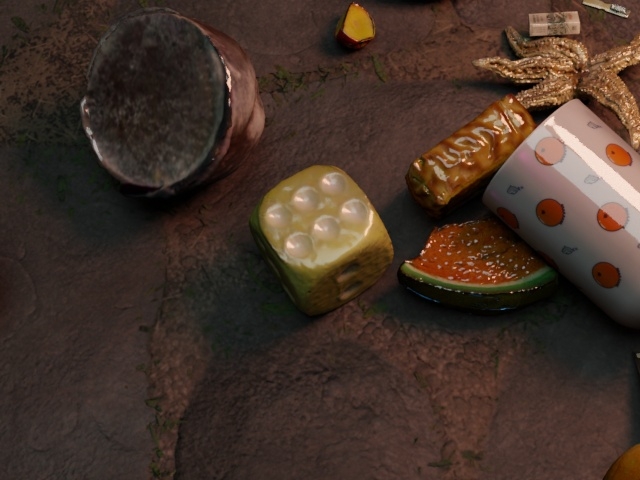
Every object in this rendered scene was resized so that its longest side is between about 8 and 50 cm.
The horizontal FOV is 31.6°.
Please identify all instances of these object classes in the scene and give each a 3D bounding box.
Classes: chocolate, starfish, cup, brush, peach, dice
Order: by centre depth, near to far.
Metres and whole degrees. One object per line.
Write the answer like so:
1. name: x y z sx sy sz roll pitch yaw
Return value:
1. cup: 0.426 -0.029 1.680 0.212 0.212 0.317 -42 75 -14
2. dice: 0.000 0.000 1.741 0.169 0.169 0.166 -33 66 -10
3. chocolate: -0.213 -0.219 1.842 0.303 0.213 0.303 2 94 31
4. starfish: 0.396 -0.258 1.871 0.293 0.084 0.302 5 56 18
5. brush: 0.499 -0.409 1.973 0.083 0.013 0.016 22 71 16
6. peach: 0.054 -0.372 1.975 0.077 0.050 0.083 -17 72 -28

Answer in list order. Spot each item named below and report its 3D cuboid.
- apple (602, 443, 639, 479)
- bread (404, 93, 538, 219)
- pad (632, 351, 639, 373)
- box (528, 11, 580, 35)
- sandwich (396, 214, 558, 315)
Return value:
1. apple: 0.466 0.379 1.500 0.236 0.207 0.237 -3 67 6
2. bread: 0.237 -0.125 1.775 0.222 0.181 0.096 -35 80 -6
3. pad: 0.526 0.219 1.626 0.116 0.004 0.193 -3 33 2
4. box: 0.394 -0.366 1.910 0.083 0.024 0.054 -1 29 8
5. sandwich: 0.236 0.049 1.754 0.235 0.079 0.159 -11 54 -4
